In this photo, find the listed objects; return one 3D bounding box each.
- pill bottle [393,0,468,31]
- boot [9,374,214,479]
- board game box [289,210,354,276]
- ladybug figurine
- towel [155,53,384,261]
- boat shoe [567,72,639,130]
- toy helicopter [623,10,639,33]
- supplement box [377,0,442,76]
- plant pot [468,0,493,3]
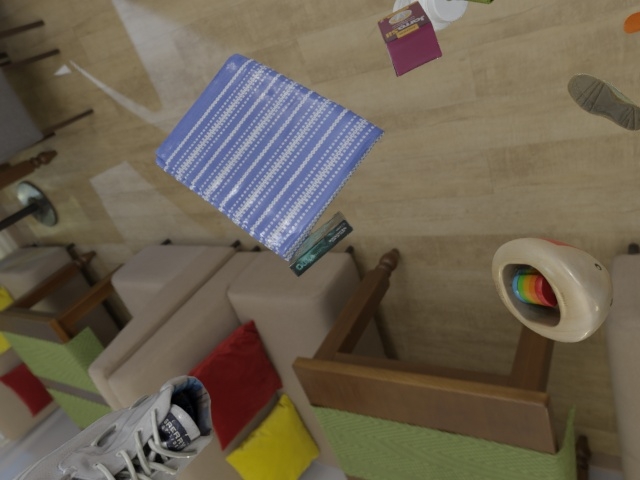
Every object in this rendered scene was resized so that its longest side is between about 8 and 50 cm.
[{"bbox_3d":[0.301,-0.641,1.329,0.131,0.131,0.229,63,174,-21],"label":"pill bottle"},{"bbox_3d":[-0.160,0.179,0.391,0.095,0.123,0.258,56,178,-6],"label":"boot"},{"bbox_3d":[0.000,0.000,0.895,0.126,0.186,0.026,-41,97,4],"label":"board game box"},{"bbox_3d":[0.650,0.123,1.374,0.449,0.161,0.305,-170,58,-81],"label":"ladybug figurine"},{"bbox_3d":[-0.098,-0.148,0.774,0.336,0.243,0.040,35,178,27],"label":"towel"},{"bbox_3d":[0.518,-0.253,0.877,0.152,0.048,0.056,31,125,7],"label":"boat shoe"},{"bbox_3d":[0.872,-0.481,1.100,0.235,0.354,0.140,54,141,46],"label":"toy helicopter"},{"bbox_3d":[0.100,-0.233,0.556,0.054,0.083,0.043,-21,129,15],"label":"supplement box"},{"bbox_3d":[0.280,-0.464,0.871,0.079,0.083,0.083,33,137,24],"label":"plant pot"}]
